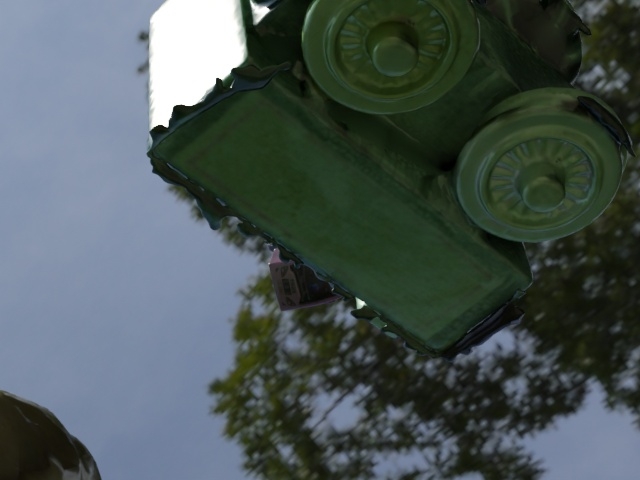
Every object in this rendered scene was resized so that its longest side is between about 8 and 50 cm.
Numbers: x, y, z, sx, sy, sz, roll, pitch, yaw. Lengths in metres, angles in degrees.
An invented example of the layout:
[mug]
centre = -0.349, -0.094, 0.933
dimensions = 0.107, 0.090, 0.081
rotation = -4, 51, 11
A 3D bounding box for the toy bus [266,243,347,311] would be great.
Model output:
[toy bus]
centre = 0.000, 0.000, 0.962
dimensions = 0.052, 0.037, 0.130
rotation = -9, -158, 12

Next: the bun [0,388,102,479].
[bun]
centre = -0.161, 0.148, 0.508
dimensions = 0.128, 0.222, 0.222
rotation = 15, -125, 19

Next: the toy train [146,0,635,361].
[toy train]
centre = 0.037, -0.073, 0.817
dimensions = 0.272, 0.188, 0.159
rotation = 35, -151, -30
